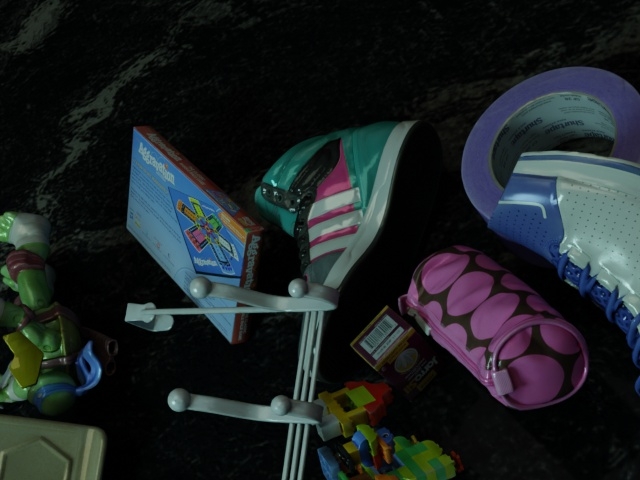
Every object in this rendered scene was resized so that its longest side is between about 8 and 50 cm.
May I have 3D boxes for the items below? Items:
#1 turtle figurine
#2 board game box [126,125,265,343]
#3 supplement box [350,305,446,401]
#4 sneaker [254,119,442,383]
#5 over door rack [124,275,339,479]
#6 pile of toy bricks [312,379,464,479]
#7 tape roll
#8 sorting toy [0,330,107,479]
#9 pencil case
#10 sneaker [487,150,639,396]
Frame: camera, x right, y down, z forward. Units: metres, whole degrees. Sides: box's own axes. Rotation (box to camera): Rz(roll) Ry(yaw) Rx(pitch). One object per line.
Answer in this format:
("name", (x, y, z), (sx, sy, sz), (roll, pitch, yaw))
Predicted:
("turtle figurine", (-0.394, 0.108, 1.293), (0.274, 0.198, 0.266), (-27, 43, 12))
("board game box", (-0.154, -0.014, 1.265), (0.281, 0.027, 0.145), (41, 132, 44))
("supplement box", (0.076, 0.110, 1.042), (0.055, 0.083, 0.043), (-47, 46, -2))
("sneaker", (0.000, 0.000, 1.143), (0.178, 0.124, 0.296), (7, 65, 39))
("over door rack", (-0.128, 0.166, 1.055), (0.324, 0.108, 0.240), (-10, 65, 47))
("pile of toy bricks", (0.076, 0.212, 0.976), (0.105, 0.118, 0.212), (-20, 26, -15))
("tape roll", (0.240, -0.072, 1.058), (0.189, 0.080, 0.189), (-19, 50, 24))
("sorting toy", (-0.349, 0.245, 1.152), (0.229, 0.041, 0.307), (9, 76, -9))
("pencil case", (0.150, 0.077, 0.968), (0.098, 0.095, 0.209), (-12, 18, -14))
("sneaker", (0.275, 0.055, 0.873), (0.315, 0.127, 0.182), (20, 79, 15))
